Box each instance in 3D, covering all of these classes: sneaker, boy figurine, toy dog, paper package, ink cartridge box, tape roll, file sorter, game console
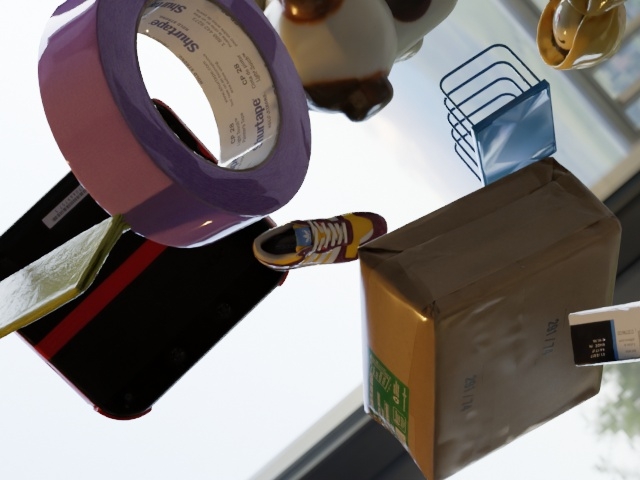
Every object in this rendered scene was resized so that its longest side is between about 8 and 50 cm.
[{"bbox_3d":[0.000,0.000,1.890,0.084,0.186,0.069,44,-149,-76],"label":"sneaker"},{"bbox_3d":[0.233,-0.282,1.296,0.177,0.092,0.285,58,169,41],"label":"boy figurine"},{"bbox_3d":[0.047,-0.313,2.020,0.408,0.395,0.284,-56,-48,-56],"label":"toy dog"},{"bbox_3d":[0.213,0.105,1.794,0.168,0.309,0.324,47,153,40],"label":"paper package"},{"bbox_3d":[0.446,0.087,1.464,0.165,0.333,0.065,158,107,-65],"label":"ink cartridge box"},{"bbox_3d":[-0.132,-0.135,1.316,0.275,0.090,0.274,29,-132,-38],"label":"tape roll"},{"bbox_3d":[0.238,-0.166,1.876,0.104,0.118,0.170,54,174,30],"label":"file sorter"},{"bbox_3d":[-0.266,0.038,2.017,0.342,0.386,0.060,47,174,-14],"label":"game console"}]

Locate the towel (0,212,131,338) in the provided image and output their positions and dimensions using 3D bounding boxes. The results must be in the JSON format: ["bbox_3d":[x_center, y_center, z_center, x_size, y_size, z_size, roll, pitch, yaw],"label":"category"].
[{"bbox_3d":[-0.262,0.055,1.224,0.021,0.237,0.102,45,-140,-22],"label":"towel"}]
